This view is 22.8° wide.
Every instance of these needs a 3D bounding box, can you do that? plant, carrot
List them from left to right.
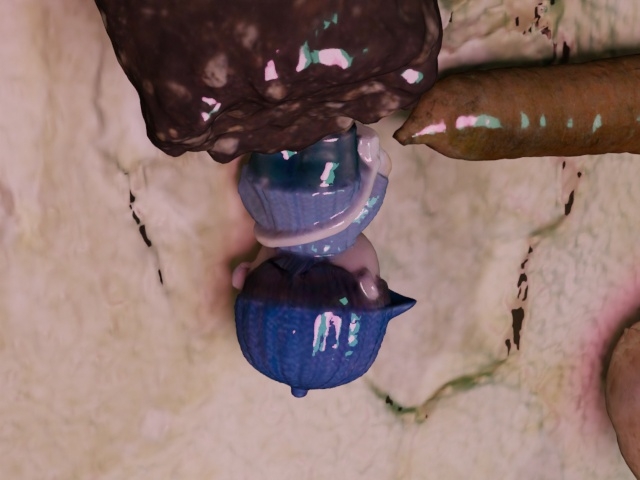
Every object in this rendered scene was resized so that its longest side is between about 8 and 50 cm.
[{"bbox_3d":[-0.028,-0.134,0.598,0.129,0.194,0.132,-14,172,20],"label":"plant"},{"bbox_3d":[0.189,-0.074,0.832,0.342,0.070,0.070,-5,119,-28],"label":"carrot"}]

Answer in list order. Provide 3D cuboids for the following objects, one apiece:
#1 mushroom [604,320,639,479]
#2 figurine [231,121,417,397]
[{"bbox_3d":[0.246,0.087,0.925,0.166,0.127,0.166,-2,99,-17],"label":"mushroom"},{"bbox_3d":[0.000,0.000,0.750,0.086,0.087,0.149,2,121,9],"label":"figurine"}]
